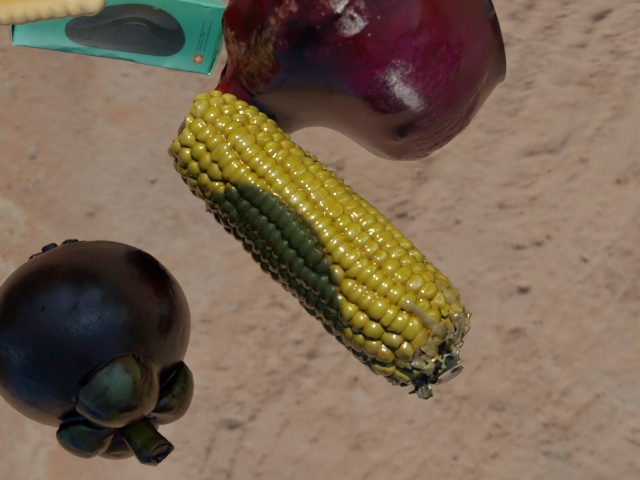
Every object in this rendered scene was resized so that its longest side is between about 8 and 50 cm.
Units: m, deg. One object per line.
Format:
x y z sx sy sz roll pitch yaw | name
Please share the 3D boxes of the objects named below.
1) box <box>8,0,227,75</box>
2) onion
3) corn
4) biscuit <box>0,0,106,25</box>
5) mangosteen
-0.311 -0.354 1.898 0.311 0.205 0.118 6 116 -23 | box
-0.006 -0.238 1.608 0.420 0.398 0.398 -38 85 -5 | onion
0.000 0.001 1.062 0.318 0.115 0.115 43 115 6 | corn
-0.358 -0.288 1.435 0.249 0.160 0.030 -6 129 3 | biscuit
-0.179 0.095 1.034 0.199 0.200 0.200 5 104 22 | mangosteen
